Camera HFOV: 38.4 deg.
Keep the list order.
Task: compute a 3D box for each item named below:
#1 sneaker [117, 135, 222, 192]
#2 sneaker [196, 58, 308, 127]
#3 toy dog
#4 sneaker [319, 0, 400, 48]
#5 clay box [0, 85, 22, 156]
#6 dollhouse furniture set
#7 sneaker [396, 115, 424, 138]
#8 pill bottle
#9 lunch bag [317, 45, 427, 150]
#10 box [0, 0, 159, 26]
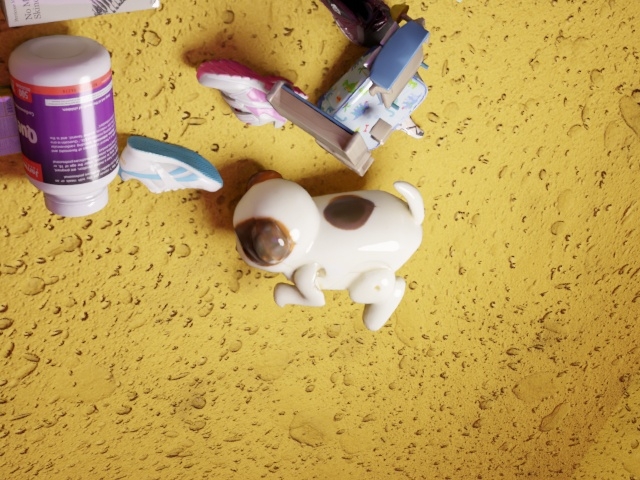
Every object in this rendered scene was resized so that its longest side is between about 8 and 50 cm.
[{"bbox_3d":[-0.317,-0.146,1.945,0.229,0.087,0.092,18,119,-27],"label":"sneaker"},{"bbox_3d":[-0.150,-0.296,1.910,0.252,0.103,0.111,14,112,-33],"label":"sneaker"},{"bbox_3d":[0.000,0.000,2.051,0.408,0.284,0.395,13,146,-23],"label":"toy dog"},{"bbox_3d":[0.088,-0.457,1.883,0.281,0.162,0.106,30,105,-38],"label":"sneaker"},{"bbox_3d":[-0.683,-0.208,1.724,0.222,0.053,0.127,-12,126,-18],"label":"clay box"},{"bbox_3d":[0.077,-0.330,1.870,0.303,0.198,0.286,-54,169,0],"label":"dollhouse furniture set"},{"bbox_3d":[0.206,-0.273,2.153,0.109,0.040,0.043,19,109,-36],"label":"sneaker"},{"bbox_3d":[-0.480,-0.213,1.742,0.182,0.181,0.322,-11,125,-21],"label":"pill bottle"},{"bbox_3d":[0.116,-0.308,2.024,0.176,0.090,0.219,23,123,-38],"label":"lunch bag"},{"bbox_3d":[-0.436,-0.465,1.649,0.275,0.094,0.113,-15,127,-19],"label":"box"}]
